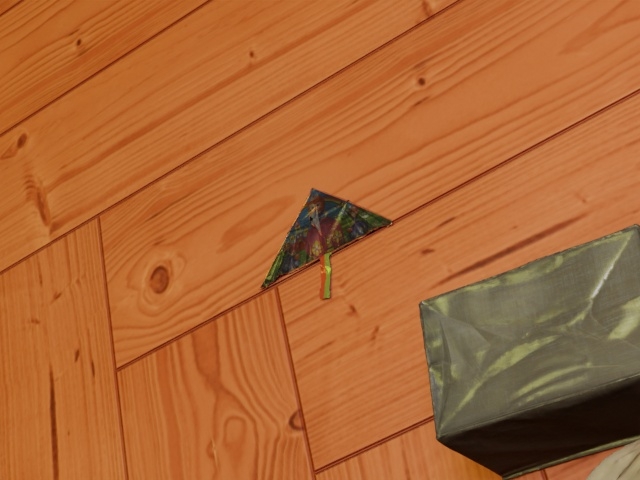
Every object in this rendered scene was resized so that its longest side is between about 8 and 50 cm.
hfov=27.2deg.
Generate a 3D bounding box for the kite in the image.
[{"bbox_3d":[0.000,0.000,1.565,0.190,0.010,0.159,-28,53,22],"label":"kite"}]

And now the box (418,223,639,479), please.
[{"bbox_3d":[0.232,0.108,1.240,0.231,0.149,0.155,-21,56,26],"label":"box"}]

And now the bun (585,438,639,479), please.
[{"bbox_3d":[0.262,0.303,0.981,0.364,0.202,0.364,-166,90,-80],"label":"bun"}]
